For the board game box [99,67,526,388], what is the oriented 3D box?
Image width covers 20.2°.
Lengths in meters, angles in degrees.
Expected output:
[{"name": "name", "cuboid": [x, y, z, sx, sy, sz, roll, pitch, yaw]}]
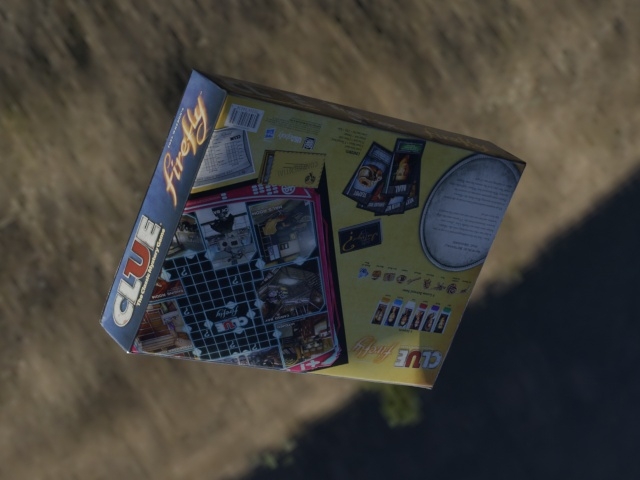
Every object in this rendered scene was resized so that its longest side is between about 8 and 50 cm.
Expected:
[{"name": "board game box", "cuboid": [0.000, 0.000, 1.094, 0.243, 0.042, 0.165, 11, 107, -40]}]
